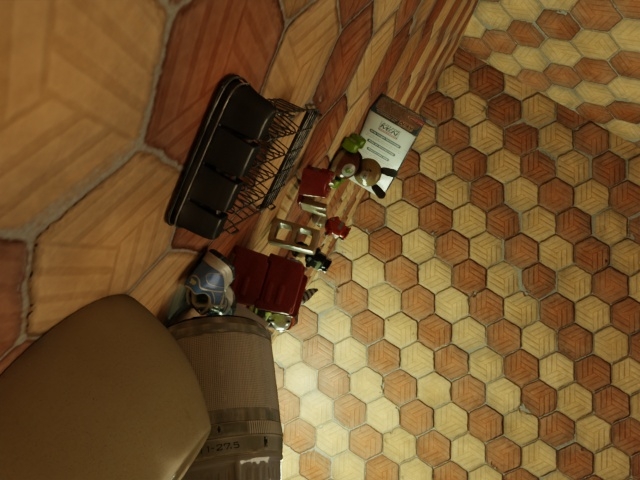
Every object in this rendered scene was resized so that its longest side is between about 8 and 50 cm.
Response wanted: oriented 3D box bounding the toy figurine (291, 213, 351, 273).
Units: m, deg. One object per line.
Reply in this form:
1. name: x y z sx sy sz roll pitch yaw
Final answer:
1. toy figurine: 0.000 0.000 1.644 0.213 0.148 0.209 -60 180 2

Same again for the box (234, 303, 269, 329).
1. box: -0.215 0.239 1.134 0.091 0.130 0.170 -52 172 -36

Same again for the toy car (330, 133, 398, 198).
1. toy car: 0.133 -0.209 1.386 0.155 0.188 0.149 -61 173 27

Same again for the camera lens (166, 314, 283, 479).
1. camera lens: -0.181 0.280 0.775 0.219 0.219 0.274 113 -30 -56

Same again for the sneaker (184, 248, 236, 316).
1. sneaker: -0.206 0.100 0.826 0.081 0.080 0.211 -46 159 -32

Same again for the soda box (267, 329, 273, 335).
1. soda box: -0.282 0.413 1.650 0.098 0.091 0.286 -59 174 27

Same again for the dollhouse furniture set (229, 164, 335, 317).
1. dollhouse furniture set: -0.082 -0.019 1.031 0.201 0.152 0.374 92 14 -77

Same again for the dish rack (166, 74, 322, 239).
1. dish rack: -0.090 -0.118 0.653 0.208 0.074 0.271 -59 176 22

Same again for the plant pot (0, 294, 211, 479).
1. plant pot: -0.251 0.237 0.558 0.284 0.191 0.284 -57 173 -11

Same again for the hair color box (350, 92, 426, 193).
1. hair color box: 0.215 -0.316 1.573 0.105 0.174 0.347 -55 174 -30

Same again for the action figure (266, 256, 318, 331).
1. action figure: -0.104 0.206 1.688 0.341 0.178 0.330 -60 -177 28

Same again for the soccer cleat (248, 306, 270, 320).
1. soccer cleat: -0.207 0.229 1.483 0.289 0.093 0.121 -62 -156 -2
